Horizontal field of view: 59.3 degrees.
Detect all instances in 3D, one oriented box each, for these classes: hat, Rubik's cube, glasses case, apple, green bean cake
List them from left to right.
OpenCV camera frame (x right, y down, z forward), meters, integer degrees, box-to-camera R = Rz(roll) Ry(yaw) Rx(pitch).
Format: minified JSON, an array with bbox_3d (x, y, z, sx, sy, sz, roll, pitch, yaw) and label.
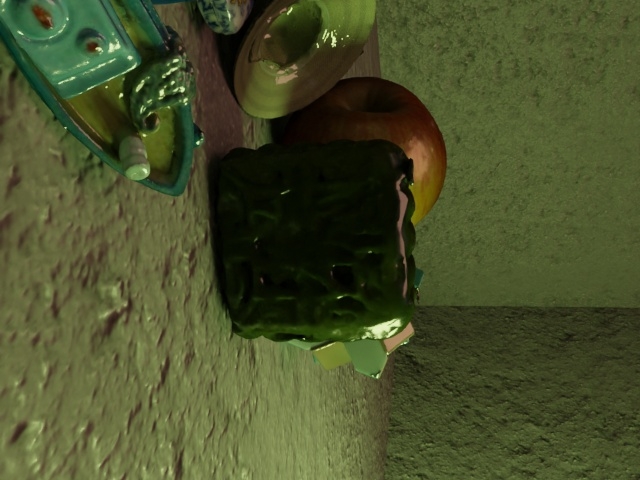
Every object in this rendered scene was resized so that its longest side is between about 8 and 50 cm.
[{"bbox_3d":[-0.104,-0.357,0.701,0.087,0.065,0.248,69,25,-52],"label":"glasses case"},{"bbox_3d":[-0.048,-0.306,0.810,0.110,0.252,0.252,49,0,19],"label":"hat"},{"bbox_3d":[0.000,0.000,0.728,0.156,0.247,0.249,-24,113,-77],"label":"green bean cake"},{"bbox_3d":[0.068,0.124,1.017,0.213,0.265,0.224,-63,138,-85],"label":"Rubik's cube"},{"bbox_3d":[0.070,-0.122,0.982,0.301,0.302,0.301,-1,90,-77],"label":"apple"}]

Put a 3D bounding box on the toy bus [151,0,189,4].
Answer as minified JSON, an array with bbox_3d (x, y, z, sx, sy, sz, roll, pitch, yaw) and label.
[{"bbox_3d":[-0.135,-0.324,0.401,0.288,0.138,0.175,44,46,-73],"label":"toy bus"}]

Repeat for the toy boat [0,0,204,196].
[{"bbox_3d":[-0.145,-0.116,0.388,0.238,0.109,0.098,71,-7,-55],"label":"toy boat"}]
